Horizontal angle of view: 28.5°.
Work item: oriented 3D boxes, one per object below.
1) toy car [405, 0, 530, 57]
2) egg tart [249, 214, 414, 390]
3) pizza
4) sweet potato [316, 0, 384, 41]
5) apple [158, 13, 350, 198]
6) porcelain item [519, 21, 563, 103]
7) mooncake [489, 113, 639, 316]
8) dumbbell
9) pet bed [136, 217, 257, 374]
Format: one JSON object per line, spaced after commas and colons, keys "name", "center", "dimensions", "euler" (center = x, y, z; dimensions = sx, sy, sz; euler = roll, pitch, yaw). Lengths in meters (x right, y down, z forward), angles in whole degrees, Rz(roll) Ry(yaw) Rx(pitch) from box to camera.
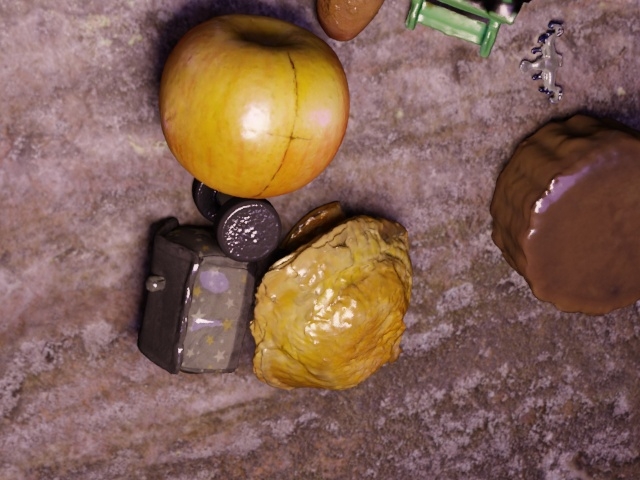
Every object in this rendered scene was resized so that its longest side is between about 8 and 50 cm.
{"name": "toy car", "center": [0.241, -0.463, 1.839], "dimensions": [0.214, 0.176, 0.358], "euler": [20, 97, 10]}
{"name": "egg tart", "center": [0.046, 0.113, 1.972], "dimensions": [0.340, 0.153, 0.351], "euler": [-23, 140, -41]}
{"name": "pizza", "center": [0.000, 0.000, 2.047], "dimensions": [0.123, 0.026, 0.108], "euler": [-36, 121, -3]}
{"name": "sweet potato", "center": [0.060, -0.419, 1.772], "dimensions": [0.109, 0.109, 0.385], "euler": [-6, 143, -15]}
{"name": "apple", "center": [-0.094, -0.188, 1.797], "dimensions": [0.286, 0.286, 0.233], "euler": [5, 119, -20]}
{"name": "porcelain item", "center": [0.355, -0.284, 2.037], "dimensions": [0.075, 0.021, 0.136], "euler": [-10, 115, -13]}
{"name": "mooncake", "center": [0.441, -0.048, 2.077], "dimensions": [0.324, 0.187, 0.323], "euler": [-7, 117, -14]}
{"name": "dumbbell", "center": [-0.128, -0.046, 1.892], "dimensions": [0.100, 0.191, 0.100], "euler": [-6, 114, -14]}
{"name": "pet bed", "center": [-0.203, 0.089, 1.932], "dimensions": [0.159, 0.183, 0.210], "euler": [6, 110, -22]}
